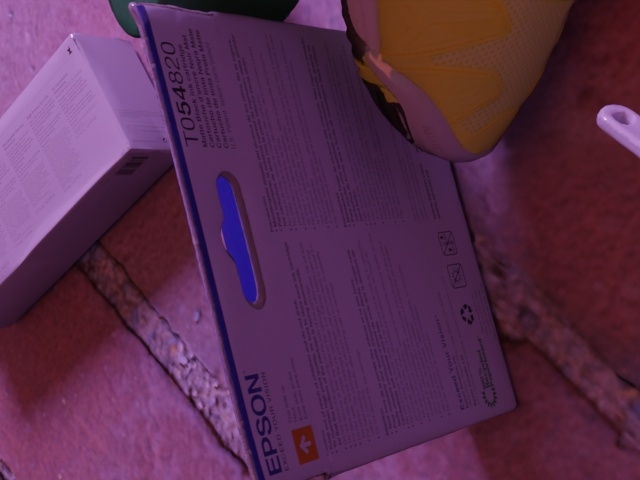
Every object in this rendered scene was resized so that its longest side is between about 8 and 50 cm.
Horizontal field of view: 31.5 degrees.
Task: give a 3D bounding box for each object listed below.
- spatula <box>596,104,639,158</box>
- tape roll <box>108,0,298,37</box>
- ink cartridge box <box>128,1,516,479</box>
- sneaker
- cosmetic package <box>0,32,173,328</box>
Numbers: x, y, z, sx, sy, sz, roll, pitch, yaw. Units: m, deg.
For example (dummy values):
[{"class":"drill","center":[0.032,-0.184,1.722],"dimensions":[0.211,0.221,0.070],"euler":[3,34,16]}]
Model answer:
[{"class":"spatula","center":[0.236,0.002,0.434],"dimensions":[0.242,0.168,0.019],"euler":[47,146,35]},{"class":"tape roll","center":[-0.071,-0.269,0.594],"dimensions":[0.321,0.077,0.321],"euler":[175,90,-71]},{"class":"ink cartridge box","center":[0.000,0.000,0.566],"dimensions":[0.045,0.224,0.223],"euler":[-20,80,36]},{"class":"sneaker","center":[0.122,-0.212,0.508],"dimensions":[0.147,0.145,0.385],"euler":[28,111,34]},{"class":"cosmetic package","center":[-0.203,-0.035,0.821],"dimensions":[0.239,0.060,0.099],"euler":[-39,72,32]}]
